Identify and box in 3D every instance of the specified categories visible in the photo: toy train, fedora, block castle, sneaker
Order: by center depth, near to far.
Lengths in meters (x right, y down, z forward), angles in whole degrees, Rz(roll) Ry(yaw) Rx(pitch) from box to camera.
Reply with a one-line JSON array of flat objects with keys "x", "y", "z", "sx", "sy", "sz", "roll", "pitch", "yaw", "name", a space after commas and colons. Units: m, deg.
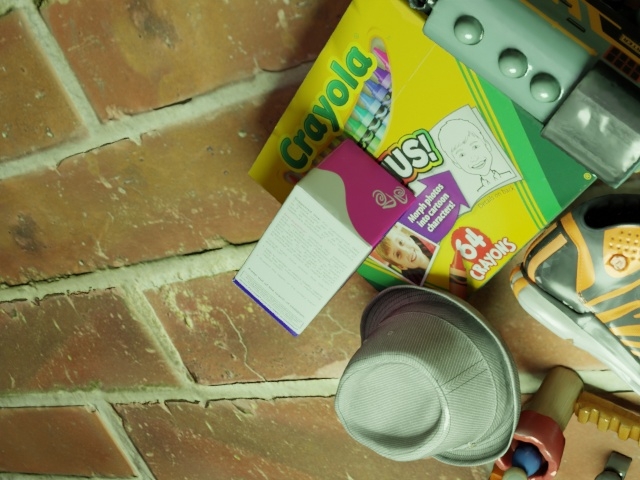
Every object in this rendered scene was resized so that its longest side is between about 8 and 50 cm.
[{"x": 0.223, "y": -0.199, "z": 0.963, "sx": 0.334, "sy": 0.190, "sz": 0.142, "roll": 39, "pitch": 137, "yaw": 5, "name": "toy train"}, {"x": 0.382, "y": 0.070, "z": 1.104, "sx": 0.321, "sy": 0.124, "sz": 0.180, "roll": 31, "pitch": 118, "yaw": -13, "name": "sneaker"}, {"x": 0.106, "y": 0.182, "z": 1.217, "sx": 0.275, "sy": 0.124, "sz": 0.243, "roll": -17, "pitch": 96, "yaw": 52, "name": "fedora"}, {"x": 0.351, "y": 0.415, "z": 1.333, "sx": 0.303, "sy": 0.213, "sz": 0.453, "roll": 22, "pitch": 134, "yaw": 23, "name": "block castle"}]

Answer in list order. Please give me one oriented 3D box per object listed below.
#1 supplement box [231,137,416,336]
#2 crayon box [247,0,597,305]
[{"x": 0.000, "y": 0.000, "z": 1.197, "sx": 0.114, "sy": 0.111, "sz": 0.220, "roll": 41, "pitch": 141, "yaw": 5, "name": "supplement box"}, {"x": 0.116, "y": -0.099, "z": 1.185, "sx": 0.313, "sy": 0.106, "sz": 0.363, "roll": 41, "pitch": 139, "yaw": 3, "name": "crayon box"}]
